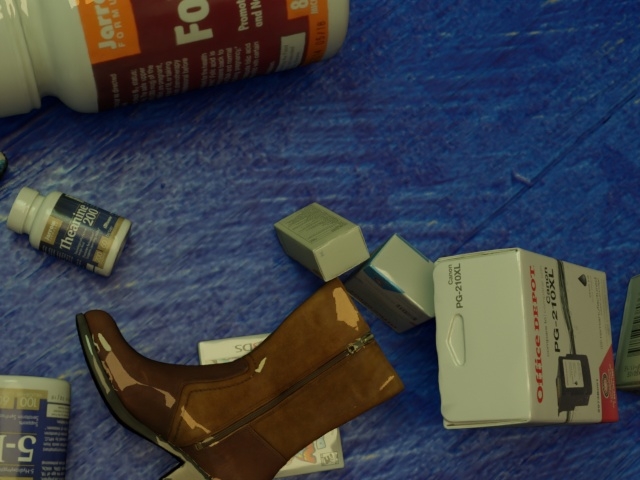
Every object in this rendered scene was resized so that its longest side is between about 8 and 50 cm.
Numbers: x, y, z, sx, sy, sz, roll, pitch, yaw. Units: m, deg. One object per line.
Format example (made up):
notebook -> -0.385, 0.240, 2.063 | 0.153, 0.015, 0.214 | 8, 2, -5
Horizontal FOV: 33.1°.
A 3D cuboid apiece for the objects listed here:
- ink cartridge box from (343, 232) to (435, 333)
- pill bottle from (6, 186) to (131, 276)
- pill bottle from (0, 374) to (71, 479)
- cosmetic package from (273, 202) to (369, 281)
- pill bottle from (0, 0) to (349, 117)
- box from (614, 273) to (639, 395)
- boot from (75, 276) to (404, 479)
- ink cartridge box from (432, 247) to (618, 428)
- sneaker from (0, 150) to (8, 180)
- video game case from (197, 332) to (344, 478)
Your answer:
ink cartridge box -> 0.084, 0.049, 1.177 | 0.088, 0.122, 0.052 | 40, 71, -2
pill bottle -> -0.268, -0.013, 1.148 | 0.120, 0.067, 0.067 | 22, 76, -6
pill bottle -> -0.310, 0.231, 1.069 | 0.112, 0.112, 0.187 | 3, 78, -10
cosmetic package -> 0.000, 0.000, 1.171 | 0.060, 0.115, 0.041 | -28, 114, -14
pill bottle -> -0.187, -0.260, 1.131 | 0.392, 0.224, 0.224 | -15, 82, -14
box -> 0.514, 0.139, 1.242 | 0.311, 0.121, 0.148 | 17, 76, -7
boot -> -0.083, 0.122, 1.124 | 0.280, 0.096, 0.264 | -35, 86, -16
ink cartridge box -> 0.221, 0.110, 1.135 | 0.237, 0.100, 0.172 | 12, 72, -53
sneaker -> -0.427, -0.067, 1.129 | 0.190, 0.071, 0.083 | -22, 78, -15
video game case -> -0.055, 0.180, 1.176 | 0.143, 0.019, 0.157 | -6, 81, -12
